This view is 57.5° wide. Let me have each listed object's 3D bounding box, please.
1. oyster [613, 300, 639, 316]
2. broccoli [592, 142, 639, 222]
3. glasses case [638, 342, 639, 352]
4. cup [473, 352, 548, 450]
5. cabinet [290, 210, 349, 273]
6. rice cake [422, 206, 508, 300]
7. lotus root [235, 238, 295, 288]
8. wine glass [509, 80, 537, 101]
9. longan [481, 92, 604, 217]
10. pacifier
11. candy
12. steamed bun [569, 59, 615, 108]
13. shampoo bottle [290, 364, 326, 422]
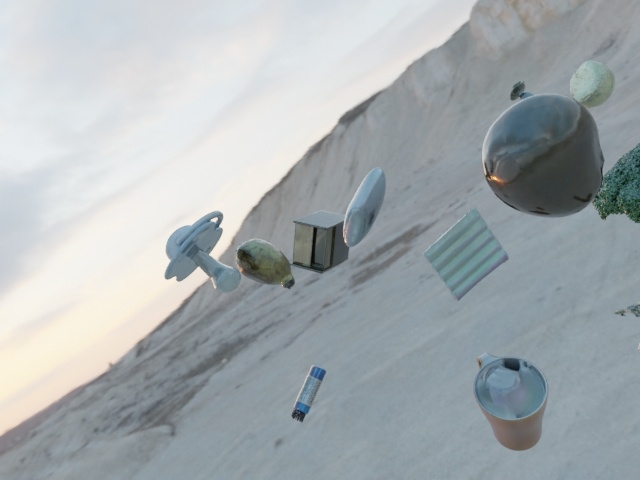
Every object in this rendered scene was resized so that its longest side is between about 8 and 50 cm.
[{"bbox_3d":[0.830,0.162,1.473,0.199,0.061,0.106,-12,10,-38],"label":"oyster"},{"bbox_3d":[0.805,-0.116,1.372,0.307,0.275,0.308,-22,24,11],"label":"broccoli"},{"bbox_3d":[1.010,0.294,1.689,0.178,0.067,0.045,-43,8,44],"label":"glasses case"},{"bbox_3d":[0.503,0.429,1.563,0.182,0.264,0.226,-27,42,-4],"label":"cup"},{"bbox_3d":[0.000,0.000,2.172,0.148,0.175,0.215,13,19,26],"label":"cabinet"},{"bbox_3d":[0.401,0.038,1.612,0.198,0.189,0.037,-34,-6,-1],"label":"rice cake"},{"bbox_3d":[-0.162,0.074,1.758,0.138,0.214,0.138,-54,-14,-20],"label":"lotus root"},{"bbox_3d":[0.655,-0.422,1.789,0.072,0.155,0.072,-25,-36,-20],"label":"wine glass"},{"bbox_3d":[0.384,-0.141,1.016,0.196,0.220,0.196,-22,17,7],"label":"longan"},{"bbox_3d":[-0.310,0.051,1.634,0.238,0.226,0.287,-48,-3,-8],"label":"pacifier"},{"bbox_3d":[0.109,-0.080,1.420,0.138,0.071,0.174,101,-165,-47],"label":"candy"},{"bbox_3d":[0.769,-0.435,1.635,0.090,0.130,0.112,10,-36,-19],"label":"steamed bun"},{"bbox_3d":[-0.041,0.498,1.890,0.183,0.050,0.087,-64,13,-15],"label":"shampoo bottle"}]
